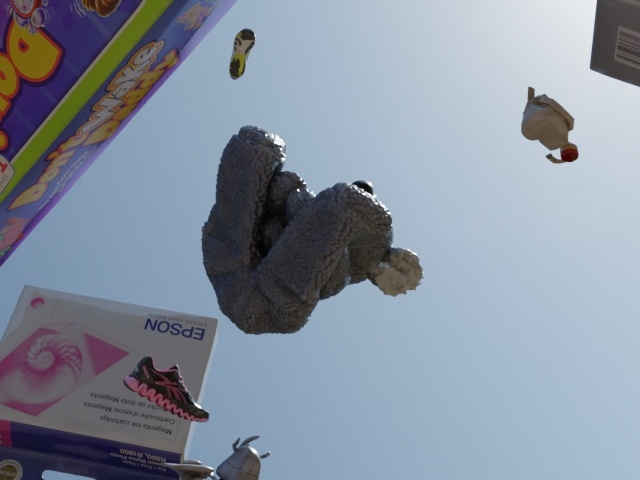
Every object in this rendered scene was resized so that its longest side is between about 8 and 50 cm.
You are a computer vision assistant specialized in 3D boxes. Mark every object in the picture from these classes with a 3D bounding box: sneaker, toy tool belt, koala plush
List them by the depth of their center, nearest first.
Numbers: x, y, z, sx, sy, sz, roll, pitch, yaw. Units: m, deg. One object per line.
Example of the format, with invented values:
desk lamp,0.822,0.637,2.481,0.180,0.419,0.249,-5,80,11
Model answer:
toy tool belt,0.243,-0.123,1.037,0.083,0.052,0.051,35,-137,-33
koala plush,0.000,0.000,1.088,0.221,0.196,0.203,-5,-57,-54
sneaker,-0.185,0.186,1.239,0.119,0.047,0.057,34,-110,-15
sneaker,-0.122,-0.280,1.486,0.031,0.035,0.083,21,-104,-11

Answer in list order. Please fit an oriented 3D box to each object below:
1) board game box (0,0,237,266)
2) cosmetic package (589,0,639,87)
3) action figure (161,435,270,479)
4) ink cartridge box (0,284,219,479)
board game box,-0.203,-0.156,0.591,0.233,0.347,0.078,50,-154,5
cosmetic package,0.357,-0.275,0.967,0.238,0.107,0.127,-56,-24,-16
action figure,-0.138,0.305,0.952,0.185,0.099,0.285,30,-86,-29
ink cartridge box,-0.347,0.240,1.502,0.071,0.324,0.330,97,-176,-53
